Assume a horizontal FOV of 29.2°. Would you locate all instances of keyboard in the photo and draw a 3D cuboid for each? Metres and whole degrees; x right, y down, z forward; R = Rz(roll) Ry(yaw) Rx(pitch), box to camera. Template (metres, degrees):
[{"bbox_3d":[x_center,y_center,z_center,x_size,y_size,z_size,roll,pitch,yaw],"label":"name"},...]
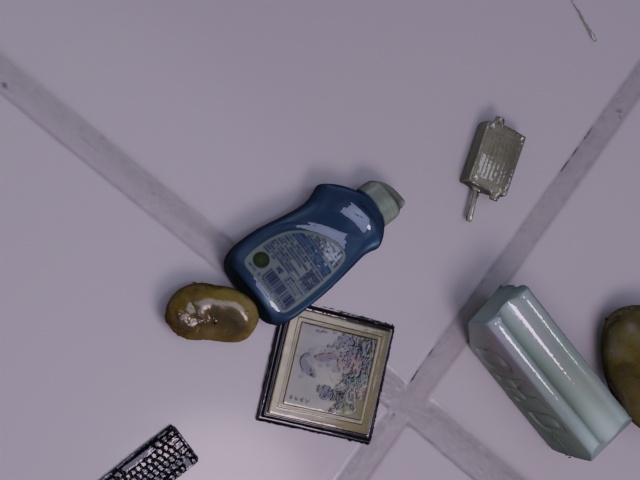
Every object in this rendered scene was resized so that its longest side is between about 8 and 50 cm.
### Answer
[{"bbox_3d":[-0.288,0.369,1.812,0.231,0.023,0.072,-37,97,-15],"label":"keyboard"}]

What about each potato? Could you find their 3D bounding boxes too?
[{"bbox_3d":[0.555,0.212,2.022,0.235,0.160,0.178,51,36,4],"label":"potato"},{"bbox_3d":[-0.162,0.109,1.831,0.138,0.070,0.091,7,113,-13],"label":"potato"}]

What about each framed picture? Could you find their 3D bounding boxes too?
[{"bbox_3d":[0.011,0.206,1.920,0.195,0.010,0.199,15,83,-16],"label":"framed picture"}]

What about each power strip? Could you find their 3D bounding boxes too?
[{"bbox_3d":[0.272,-0.111,1.998,0.075,0.042,0.175,23,83,-16],"label":"power strip"}]

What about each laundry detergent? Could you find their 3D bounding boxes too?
[{"bbox_3d":[0.000,0.000,1.887,0.290,0.094,0.143,-36,88,-19],"label":"laundry detergent"}]

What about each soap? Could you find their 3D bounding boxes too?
[{"bbox_3d":[0.345,0.207,1.942,0.095,0.173,0.289,-42,101,-14],"label":"soap"}]

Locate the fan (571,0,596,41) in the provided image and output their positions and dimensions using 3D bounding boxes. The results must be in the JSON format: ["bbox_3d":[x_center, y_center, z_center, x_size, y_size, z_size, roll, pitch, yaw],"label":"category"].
[{"bbox_3d":[0.386,-0.466,2.063,0.182,0.010,0.310,-37,98,-16],"label":"fan"}]
